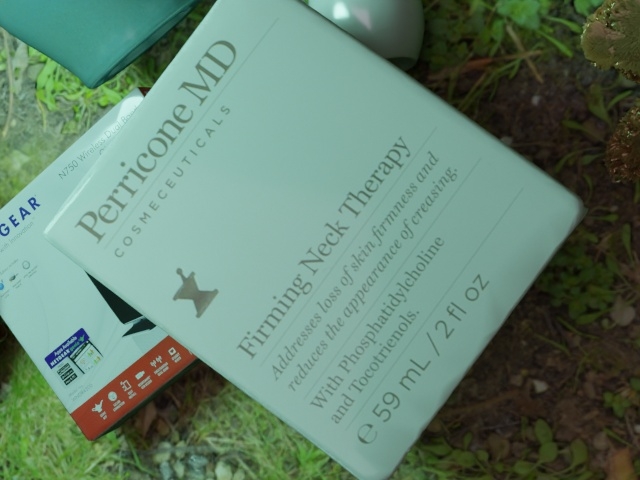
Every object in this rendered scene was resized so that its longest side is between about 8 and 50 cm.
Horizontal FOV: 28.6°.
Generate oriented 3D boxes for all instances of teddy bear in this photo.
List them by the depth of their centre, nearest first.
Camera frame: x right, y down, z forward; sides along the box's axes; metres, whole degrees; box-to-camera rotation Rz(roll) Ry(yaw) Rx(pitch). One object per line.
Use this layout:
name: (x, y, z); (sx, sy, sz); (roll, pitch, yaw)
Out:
teddy bear: (0.419, -0.139, 1.316); (0.338, 0.113, 0.245); (33, 112, 5)

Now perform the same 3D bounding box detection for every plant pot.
plant pot: (-0.278, -0.324, 1.443); (0.272, 0.271, 0.255); (-37, 98, 18)

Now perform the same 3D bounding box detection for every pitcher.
pitcher: (0.023, -0.279, 1.422); (0.178, 0.125, 0.207); (-22, 78, 38)

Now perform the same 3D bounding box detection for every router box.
router box: (-0.239, 0.031, 1.552); (0.335, 0.082, 0.301); (-39, 83, 18)

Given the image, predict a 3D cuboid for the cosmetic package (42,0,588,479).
cosmetic package: (0.000, 0.000, 1.286); (0.394, 0.327, 0.329); (36, 87, 7)

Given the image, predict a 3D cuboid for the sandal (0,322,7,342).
sandal: (-0.441, 0.123, 1.630); (0.088, 0.079, 0.240); (48, 141, 26)
